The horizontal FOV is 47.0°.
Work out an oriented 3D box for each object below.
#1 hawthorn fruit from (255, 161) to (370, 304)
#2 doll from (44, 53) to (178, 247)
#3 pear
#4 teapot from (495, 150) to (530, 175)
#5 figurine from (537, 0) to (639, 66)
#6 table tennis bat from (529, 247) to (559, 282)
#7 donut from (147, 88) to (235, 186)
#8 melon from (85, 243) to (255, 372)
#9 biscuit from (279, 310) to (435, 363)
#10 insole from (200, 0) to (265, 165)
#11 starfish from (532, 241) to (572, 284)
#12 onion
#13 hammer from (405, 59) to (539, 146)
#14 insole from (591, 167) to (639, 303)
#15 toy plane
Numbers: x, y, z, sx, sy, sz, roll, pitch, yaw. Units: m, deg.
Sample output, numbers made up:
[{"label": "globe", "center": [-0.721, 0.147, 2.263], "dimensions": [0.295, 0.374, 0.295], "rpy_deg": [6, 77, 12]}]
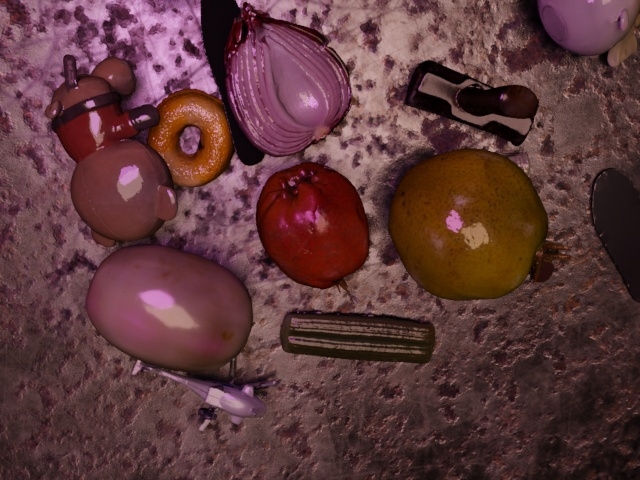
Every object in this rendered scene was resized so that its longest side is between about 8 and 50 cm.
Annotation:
[{"label": "hawthorn fruit", "center": [0.000, 0.000, 1.395], "dimensions": [0.211, 0.211, 0.299], "rpy_deg": [-28, 112, 1]}, {"label": "doll", "center": [-0.375, -0.157, 1.302], "dimensions": [0.235, 0.174, 0.330], "rpy_deg": [-21, 93, 31]}, {"label": "pear", "center": [0.268, -0.029, 1.376], "dimensions": [0.294, 0.294, 0.294], "rpy_deg": [-1, 101, -5]}, {"label": "teapot", "center": [0.370, -0.150, 1.470], "dimensions": [0.083, 0.057, 0.067], "rpy_deg": [-4, 64, -1]}, {"label": "figurine", "center": [0.602, -0.470, 1.378], "dimensions": [0.394, 0.226, 0.274], "rpy_deg": [-28, 135, -6]}, {"label": "table tennis bat", "center": [0.471, 0.050, 1.538], "dimensions": [0.050, 0.007, 0.083], "rpy_deg": [33, 98, -10]}, {"label": "donut", "center": [-0.247, -0.191, 1.393], "dimensions": [0.174, 0.074, 0.190], "rpy_deg": [31, 97, -10]}, {"label": "melon", "center": [-0.275, 0.128, 1.378], "dimensions": [0.317, 0.223, 0.223], "rpy_deg": [19, 99, -11]}, {"label": "biscuit", "center": [0.078, 0.201, 1.518], "dimensions": [0.322, 0.038, 0.099], "rpy_deg": [6, 103, -6]}, {"label": "insole", "center": [-0.163, -0.310, 1.373], "dimensions": [0.009, 0.119, 0.348], "rpy_deg": [0, 110, 39]}, {"label": "starfish", "center": [0.433, 0.021, 1.508], "dimensions": [0.133, 0.041, 0.130], "rpy_deg": [-38, 96, 7]}, {"label": "onion", "center": [-0.081, -0.302, 1.355], "dimensions": [0.227, 0.120, 0.283], "rpy_deg": [-33, 109, -16]}, {"label": "hammer", "center": [0.294, -0.242, 1.267], "dimensions": [0.242, 0.409, 0.095], "rpy_deg": [20, 98, -5]}, {"label": "insole", "center": [0.644, -0.006, 1.540], "dimensions": [0.110, 0.012, 0.309], "rpy_deg": [-29, 102, 0]}, {"label": "toy plane", "center": [-0.236, 0.285, 1.474], "dimensions": [0.273, 0.107, 0.182], "rpy_deg": [39, 90, -7]}]
